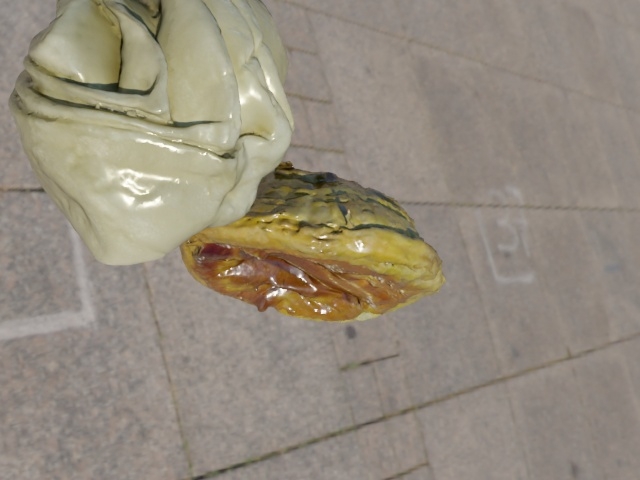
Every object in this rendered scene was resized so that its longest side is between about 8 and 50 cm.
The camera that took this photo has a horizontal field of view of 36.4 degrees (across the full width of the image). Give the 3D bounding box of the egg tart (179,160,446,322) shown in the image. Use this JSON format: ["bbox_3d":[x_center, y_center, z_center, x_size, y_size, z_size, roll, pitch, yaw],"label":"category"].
[{"bbox_3d":[0.000,0.000,1.219,0.352,0.339,0.153,7,73,-8],"label":"egg tart"}]

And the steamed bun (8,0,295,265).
[{"bbox_3d":[-0.157,-0.154,0.944,0.276,0.289,0.203,45,-19,33],"label":"steamed bun"}]
